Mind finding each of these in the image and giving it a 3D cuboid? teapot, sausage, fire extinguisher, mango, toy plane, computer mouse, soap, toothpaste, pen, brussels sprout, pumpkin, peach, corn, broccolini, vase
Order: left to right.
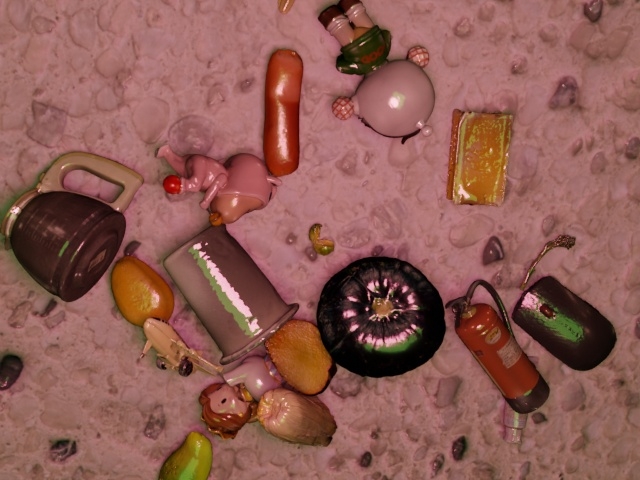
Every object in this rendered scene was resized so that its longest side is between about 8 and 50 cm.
[{"bbox_3d":[-0.588,-0.047,1.631,0.239,0.239,0.322,31,103,4],"label":"teapot"},{"bbox_3d":[-0.440,0.127,1.745,0.137,0.098,0.195,-22,95,3],"label":"mango"},{"bbox_3d":[-0.357,0.264,1.711,0.241,0.256,0.104,12,71,30],"label":"toy plane"},{"bbox_3d":[-0.352,0.600,1.841,0.125,0.111,0.233,14,99,-12],"label":"mango"},{"bbox_3d":[-0.224,0.114,1.704,0.245,0.245,0.291,-35,93,3],"label":"vase"},{"bbox_3d":[-0.090,-0.301,1.689,0.089,0.083,0.300,2,99,-4],"label":"sausage"},{"bbox_3d":[-0.064,0.291,1.753,0.068,0.189,0.279,-24,145,32],"label":"peach"},{"bbox_3d":[-0.052,0.442,1.758,0.123,0.305,0.122,32,86,30],"label":"corn"},{"bbox_3d":[-0.043,-0.640,1.649,0.040,0.032,0.234,27,97,15],"label":"pen"},{"bbox_3d":[-0.001,0.000,1.780,0.050,0.046,0.083,-32,92,7],"label":"brussels sprout"},{"bbox_3d":[0.144,0.192,1.733,0.314,0.238,0.316,-1,78,3],"label":"pumpkin"},{"bbox_3d":[0.390,-0.204,1.747,0.134,0.076,0.234,2,100,-6],"label":"soap"},{"bbox_3d":[0.440,0.252,1.808,0.113,0.200,0.376,-31,108,24],"label":"fire extinguisher"},{"bbox_3d":[0.532,0.425,1.902,0.089,0.057,0.234,6,94,-8],"label":"toothpaste"},{"bbox_3d":[0.581,0.050,1.840,0.194,0.054,0.052,-45,73,13],"label":"broccolini"},{"bbox_3d":[0.646,0.227,1.848,0.295,0.087,0.168,36,98,-10],"label":"computer mouse"}]

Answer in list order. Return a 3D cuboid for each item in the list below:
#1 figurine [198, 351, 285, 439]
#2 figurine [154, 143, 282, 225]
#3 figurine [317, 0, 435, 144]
[{"bbox_3d":[-0.198,0.397,1.797,0.263,0.142,0.189,-40,125,5],"label":"figurine"},{"bbox_3d":[-0.242,-0.125,1.641,0.287,0.176,0.186,14,84,-34],"label":"figurine"},{"bbox_3d":[0.137,-0.391,1.648,0.281,0.167,0.370,-35,97,-11],"label":"figurine"}]
